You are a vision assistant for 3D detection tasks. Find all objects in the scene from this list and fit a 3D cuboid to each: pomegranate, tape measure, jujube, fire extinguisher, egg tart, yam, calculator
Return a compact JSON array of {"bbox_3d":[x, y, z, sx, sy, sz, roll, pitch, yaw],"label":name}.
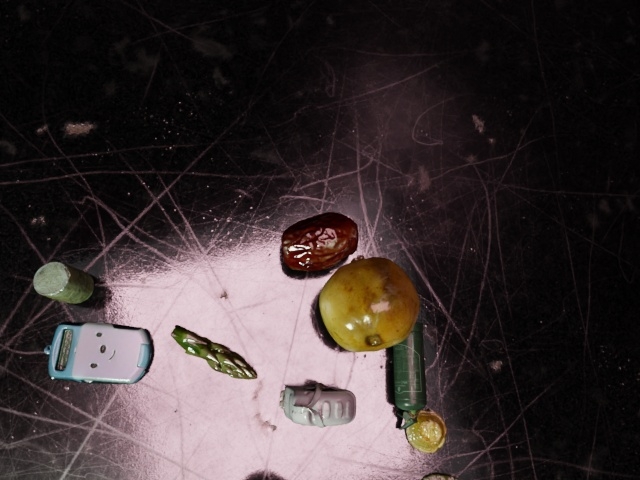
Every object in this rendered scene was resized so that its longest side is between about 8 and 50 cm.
[{"bbox_3d":[0.143,0.188,1.290,0.307,0.307,0.308,2,75,-6],"label":"pomegranate"},{"bbox_3d":[0.000,0.458,1.244,0.197,0.236,0.120,5,76,-12],"label":"tape measure"},{"bbox_3d":[0.000,0.000,1.385,0.243,0.183,0.184,-9,77,-2],"label":"jujube"},{"bbox_3d":[0.265,0.409,1.354,0.095,0.114,0.311,13,68,-36],"label":"fire extinguisher"},{"bbox_3d":[0.322,0.574,1.341,0.128,0.049,0.129,1,76,-5],"label":"egg tart"},{"bbox_3d":[-0.721,0.119,1.258,0.107,0.194,0.107,2,77,-9],"label":"yam"},{"bbox_3d":[-0.640,0.322,1.288,0.292,0.051,0.173,5,76,-5],"label":"calculator"}]

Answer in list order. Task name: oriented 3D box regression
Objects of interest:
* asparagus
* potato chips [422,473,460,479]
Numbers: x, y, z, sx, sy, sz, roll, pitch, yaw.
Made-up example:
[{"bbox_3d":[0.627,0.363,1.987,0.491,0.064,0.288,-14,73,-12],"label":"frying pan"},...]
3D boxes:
[{"bbox_3d":[-0.310,0.338,1.313,0.287,0.080,0.080,24,74,8],"label":"asparagus"},{"bbox_3d":[0.370,0.790,1.301,0.219,0.029,0.202,-2,73,-5],"label":"potato chips"}]
